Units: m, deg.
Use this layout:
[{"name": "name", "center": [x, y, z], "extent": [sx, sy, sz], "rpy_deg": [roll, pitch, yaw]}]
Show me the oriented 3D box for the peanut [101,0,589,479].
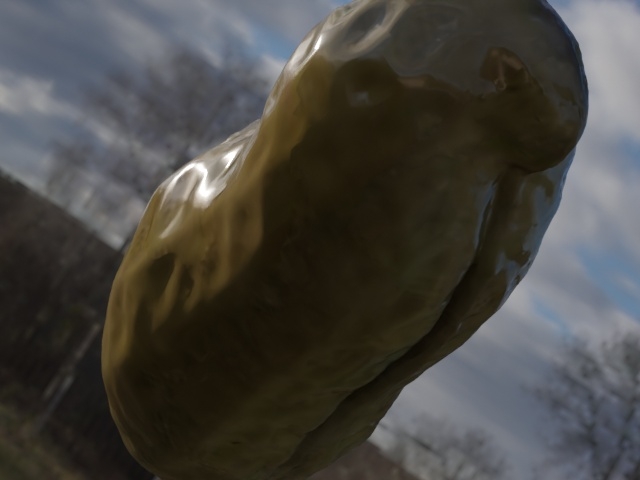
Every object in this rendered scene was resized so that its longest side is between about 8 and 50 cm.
[{"name": "peanut", "center": [0.000, 0.000, 0.399], "extent": [0.080, 0.080, 0.174], "rpy_deg": [33, -45, -9]}]
